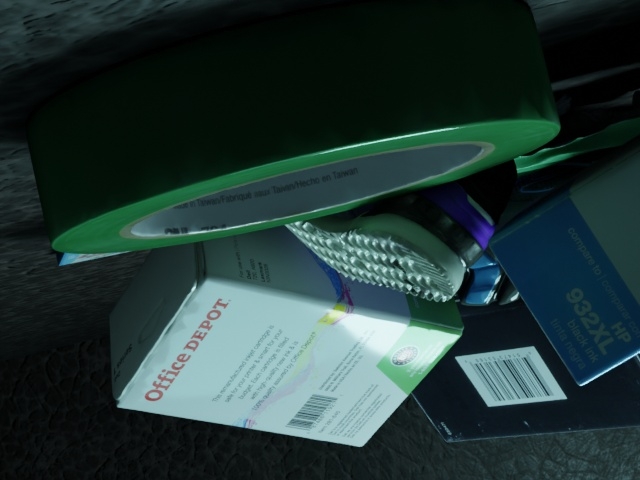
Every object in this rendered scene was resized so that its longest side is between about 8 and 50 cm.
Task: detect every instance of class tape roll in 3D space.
[{"bbox_3d":[-0.016,-0.064,0.862,0.321,0.077,0.321,-13,176,-1],"label":"tape roll"}]

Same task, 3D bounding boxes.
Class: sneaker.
[{"bbox_3d":[0.060,-0.046,1.123,0.146,0.102,0.293,-53,-151,-10],"label":"sneaker"},{"bbox_3d":[0.263,-0.033,1.262,0.341,0.125,0.139,-4,-145,22],"label":"sneaker"}]

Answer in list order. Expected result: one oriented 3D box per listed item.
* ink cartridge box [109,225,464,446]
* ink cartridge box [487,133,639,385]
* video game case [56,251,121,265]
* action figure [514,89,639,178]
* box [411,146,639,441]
[{"bbox_3d":[-0.039,0.081,1.334,0.278,0.117,0.201,13,133,-28],"label":"ink cartridge box"},{"bbox_3d":[0.300,-0.042,1.027,0.307,0.129,0.223,-33,177,19],"label":"ink cartridge box"},{"bbox_3d":[-0.194,-0.003,1.477,0.166,0.015,0.119,-12,175,-15],"label":"video game case"},{"bbox_3d":[0.199,-0.090,1.225,0.232,0.063,0.137,-16,178,-18],"label":"action figure"},{"bbox_3d":[0.264,0.047,1.485,0.296,0.182,0.294,-12,-148,43],"label":"box"}]
